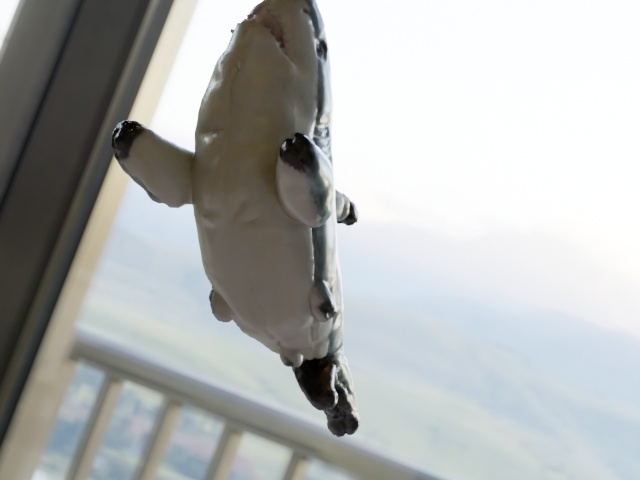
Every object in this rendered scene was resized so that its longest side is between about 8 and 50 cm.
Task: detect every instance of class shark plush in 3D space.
[{"bbox_3d":[0.000,0.000,0.605,0.073,0.067,0.161,-6,-58,35],"label":"shark plush"}]
